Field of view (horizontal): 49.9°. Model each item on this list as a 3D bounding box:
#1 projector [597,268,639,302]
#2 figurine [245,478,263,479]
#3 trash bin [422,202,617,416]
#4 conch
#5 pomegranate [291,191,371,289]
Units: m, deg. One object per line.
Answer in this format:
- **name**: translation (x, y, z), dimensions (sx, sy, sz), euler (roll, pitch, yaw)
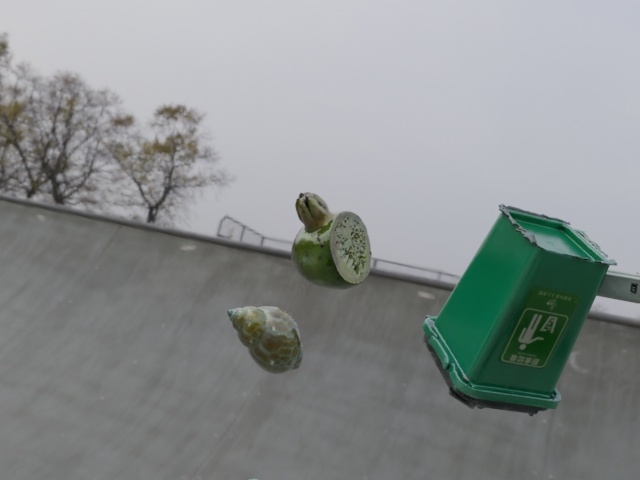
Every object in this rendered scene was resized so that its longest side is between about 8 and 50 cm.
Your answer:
- **projector**: translation (0.612, 0.093, 1.439), dimensions (0.115, 0.061, 0.147), euler (9, -3, 23)
- **figurine**: translation (-0.124, 0.344, 0.536), dimensions (0.124, 0.325, 0.222), euler (26, 9, 3)
- **trash bin**: translation (0.402, 0.137, 1.438), dimensions (0.259, 0.381, 0.295), euler (13, 24, -19)
- **conch**: translation (-0.092, 0.189, 1.287), dimensions (0.116, 0.106, 0.173), euler (35, -36, 33)
- **pomegranate**: translation (0.000, 0.014, 1.610), dimensions (0.159, 0.190, 0.241), euler (-9, -31, 34)
